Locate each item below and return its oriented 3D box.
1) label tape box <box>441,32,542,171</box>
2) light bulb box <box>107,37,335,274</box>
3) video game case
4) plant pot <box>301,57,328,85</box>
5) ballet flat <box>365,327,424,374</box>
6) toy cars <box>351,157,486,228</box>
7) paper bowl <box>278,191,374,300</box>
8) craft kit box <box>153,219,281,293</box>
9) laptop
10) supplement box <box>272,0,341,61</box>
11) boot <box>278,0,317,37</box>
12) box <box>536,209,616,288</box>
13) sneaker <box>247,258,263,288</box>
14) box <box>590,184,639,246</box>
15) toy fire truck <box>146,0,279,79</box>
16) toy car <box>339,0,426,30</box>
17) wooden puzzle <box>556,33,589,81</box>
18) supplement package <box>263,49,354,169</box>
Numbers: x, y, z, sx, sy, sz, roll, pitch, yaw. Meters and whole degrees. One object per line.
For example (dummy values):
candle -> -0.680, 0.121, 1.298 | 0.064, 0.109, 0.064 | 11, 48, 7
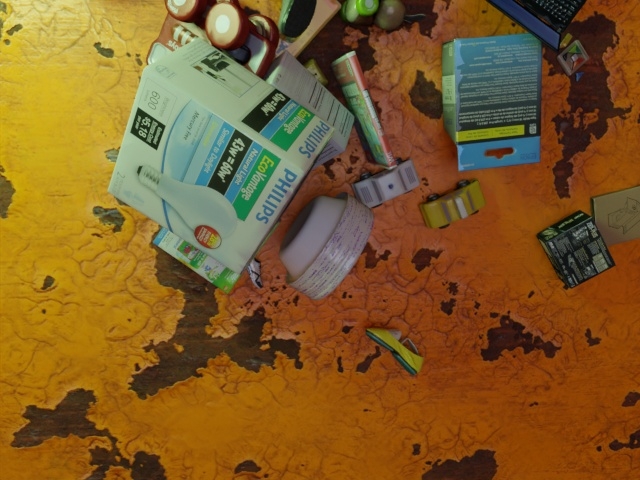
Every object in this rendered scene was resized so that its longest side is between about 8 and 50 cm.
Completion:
label tape box -> 0.456, -0.367, 1.349 | 0.241, 0.106, 0.333 | -7, 105, -6
light bulb box -> -0.222, -0.177, 1.126 | 0.361, 0.225, 0.358 | 33, 130, -5
video game case -> 0.106, -0.322, 1.268 | 0.025, 0.204, 0.285 | -25, 106, -3
plant pot -> -0.029, -0.416, 1.290 | 0.081, 0.083, 0.081 | -34, 105, 3
ballet flat -> 0.231, 0.315, 1.527 | 0.231, 0.077, 0.077 | 43, 75, -18
toy cars -> 0.285, -0.126, 1.402 | 0.394, 0.087, 0.176 | 15, 102, -10
paper bowl -> 0.000, 0.000, 1.299 | 0.148, 0.284, 0.284 | 34, 98, -13
craft kit box -> -0.277, -0.026, 1.361 | 0.247, 0.061, 0.249 | 37, 98, -3
laptop -> 0.557, -0.630, 1.256 | 0.234, 0.136, 0.264 | 36, 98, -2
supplement box -> -0.056, -0.520, 1.264 | 0.078, 0.080, 0.233 | 42, 95, -14
boot -> -0.088, -0.603, 1.203 | 0.161, 0.083, 0.246 | 16, 88, 30
box -> 0.756, 0.027, 1.495 | 0.147, 0.077, 0.180 | -32, 106, 11
sneaker -> -0.183, 0.085, 1.426 | 0.044, 0.040, 0.109 | -24, 107, -2
box -> 0.921, -0.075, 1.528 | 0.201, 0.021, 0.164 | -14, 106, -3
toy fire truck -> -0.257, -0.448, 1.188 | 0.302, 0.169, 0.253 | 38, 114, 13
toy car -> 0.165, -0.584, 1.242 | 0.189, 0.155, 0.148 | 15, 103, -20
wooden puzzle -> 0.697, -0.505, 1.391 | 0.116, 0.014, 0.078 | 41, 97, -15
supplement package -> -0.054, -0.311, 1.238 | 0.244, 0.133, 0.139 | 38, 139, -28
